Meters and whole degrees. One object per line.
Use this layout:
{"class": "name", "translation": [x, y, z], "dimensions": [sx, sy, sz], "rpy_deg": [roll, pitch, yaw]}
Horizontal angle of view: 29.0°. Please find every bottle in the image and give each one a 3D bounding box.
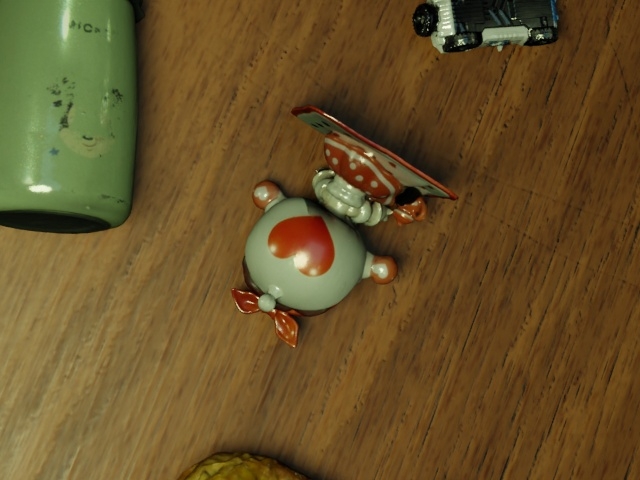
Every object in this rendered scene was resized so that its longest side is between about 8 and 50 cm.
{"class": "bottle", "translation": [-0.260, -0.186, 1.240], "dimensions": [0.168, 0.168, 0.347], "rpy_deg": [6, 79, -15]}

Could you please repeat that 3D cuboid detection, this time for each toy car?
{"class": "toy car", "translation": [0.189, -0.257, 1.416], "dimensions": [0.171, 0.070, 0.080], "rpy_deg": [-8, 88, -18]}

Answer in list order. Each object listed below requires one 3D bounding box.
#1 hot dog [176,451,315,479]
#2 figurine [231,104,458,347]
{"class": "hot dog", "translation": [-0.109, 0.404, 1.229], "dimensions": [0.267, 0.174, 0.387], "rpy_deg": [32, 77, -14]}
{"class": "figurine", "translation": [0.000, 0.000, 1.316], "dimensions": [0.183, 0.160, 0.226], "rpy_deg": [31, 88, -11]}
